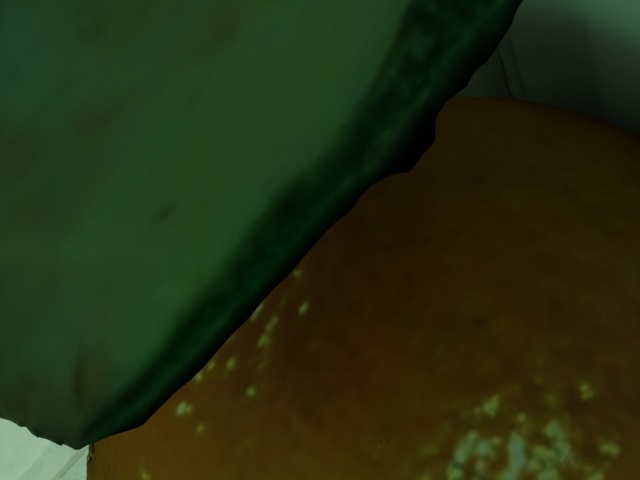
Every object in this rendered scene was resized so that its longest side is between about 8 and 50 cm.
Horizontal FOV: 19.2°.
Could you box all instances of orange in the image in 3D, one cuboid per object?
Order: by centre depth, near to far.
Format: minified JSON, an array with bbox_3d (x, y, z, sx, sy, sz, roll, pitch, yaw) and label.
[{"bbox_3d":[0.086,0.133,0.877,0.424,0.326,0.424,38,165,12],"label":"orange"}]

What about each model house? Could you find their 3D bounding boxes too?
[{"bbox_3d":[-0.105,-0.140,0.628,0.284,0.298,0.243,40,179,27],"label":"model house"}]
